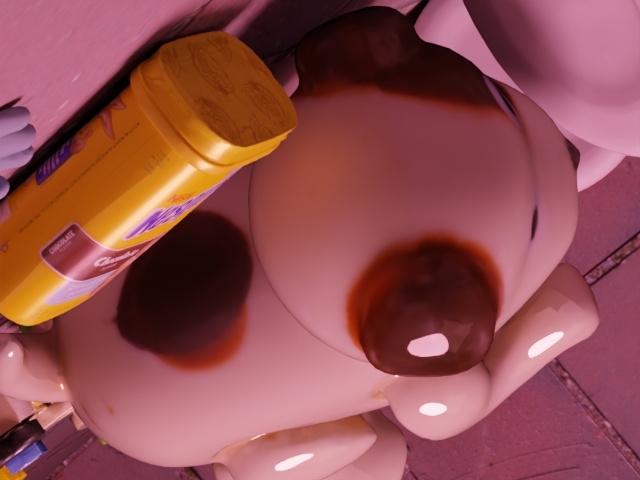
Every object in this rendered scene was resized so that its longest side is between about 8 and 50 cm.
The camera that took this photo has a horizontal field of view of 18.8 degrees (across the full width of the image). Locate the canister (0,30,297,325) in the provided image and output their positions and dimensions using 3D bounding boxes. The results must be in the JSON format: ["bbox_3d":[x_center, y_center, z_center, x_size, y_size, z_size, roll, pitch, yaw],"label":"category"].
[{"bbox_3d":[-0.107,-0.033,1.071,0.170,0.073,0.126,-39,177,23],"label":"canister"}]

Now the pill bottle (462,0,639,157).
[{"bbox_3d":[0.295,-0.252,1.250,0.408,0.229,0.229,-39,177,-23],"label":"pill bottle"}]

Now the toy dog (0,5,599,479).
[{"bbox_3d":[0.000,0.000,1.290,0.395,0.284,0.408,6,158,-29],"label":"toy dog"}]

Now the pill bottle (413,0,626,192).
[{"bbox_3d":[0.193,-0.141,1.752,0.210,0.210,0.363,-40,176,8],"label":"pill bottle"}]

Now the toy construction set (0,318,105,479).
[{"bbox_3d":[-0.257,0.160,1.495,0.327,0.151,0.215,-51,176,2],"label":"toy construction set"}]

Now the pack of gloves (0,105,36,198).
[{"bbox_3d":[-0.232,0.025,0.894,0.232,0.046,0.195,-40,167,-50],"label":"pack of gloves"}]
